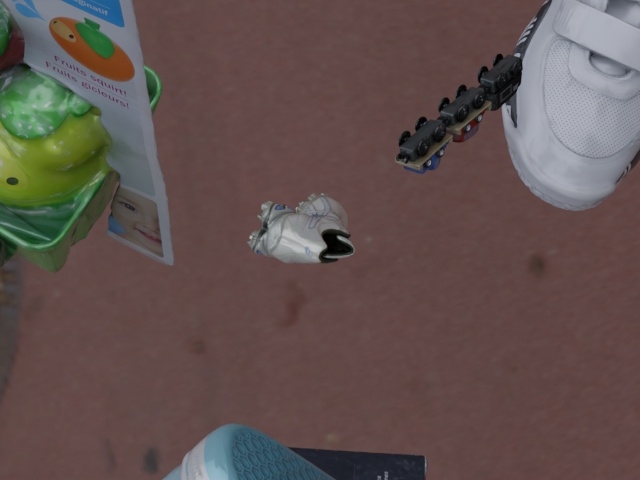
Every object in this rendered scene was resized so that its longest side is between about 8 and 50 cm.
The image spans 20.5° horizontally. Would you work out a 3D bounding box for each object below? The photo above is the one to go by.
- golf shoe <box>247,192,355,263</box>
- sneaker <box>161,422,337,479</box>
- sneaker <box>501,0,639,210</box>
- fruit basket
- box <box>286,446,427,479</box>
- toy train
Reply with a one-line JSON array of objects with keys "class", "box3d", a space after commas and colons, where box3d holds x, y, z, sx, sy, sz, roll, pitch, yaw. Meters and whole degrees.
[{"class": "golf shoe", "box3d": [0.000, 0.000, 1.745, 0.086, 0.176, 0.069, 24, 106, 20]}, {"class": "sneaker", "box3d": [-0.048, 0.258, 1.208, 0.208, 0.319, 0.127, -34, 41, 15]}, {"class": "sneaker", "box3d": [0.261, -0.213, 1.461, 0.137, 0.210, 0.366, 22, 71, 0]}, {"class": "fruit basket", "box3d": [-0.247, -0.120, 1.125, 0.327, 0.353, 0.165, 27, 73, 12]}, {"class": "box", "box3d": [0.007, 0.264, 1.491, 0.093, 0.158, 0.156, 100, 173, -56]}, {"class": "toy train", "box3d": [0.108, -0.095, 1.363, 0.027, 0.158, 0.036, 21, 135, 33]}]
